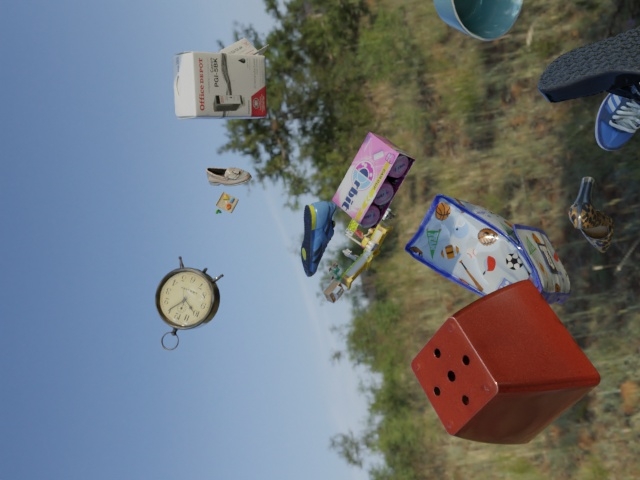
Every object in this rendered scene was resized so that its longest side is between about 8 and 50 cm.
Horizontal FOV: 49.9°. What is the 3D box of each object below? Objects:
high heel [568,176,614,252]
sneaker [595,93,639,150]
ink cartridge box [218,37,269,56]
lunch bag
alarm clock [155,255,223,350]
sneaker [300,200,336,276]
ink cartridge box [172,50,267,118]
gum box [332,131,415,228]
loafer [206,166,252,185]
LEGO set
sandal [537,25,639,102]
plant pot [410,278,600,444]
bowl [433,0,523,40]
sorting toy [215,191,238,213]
[{"bbox_3d":[0.741,-0.021,1.893,0.261,0.093,0.186,61,-138,-31],"label":"high heel"},{"bbox_3d":[0.931,-0.399,2.023,0.236,0.130,0.323,-68,-2,-69],"label":"sneaker"},{"bbox_3d":[-0.209,-0.407,1.618,0.061,0.181,0.104,46,-137,-4],"label":"ink cartridge box"},{"bbox_3d":[0.491,0.048,1.906,0.328,0.385,0.239,8,-65,-56],"label":"lunch bag"},{"bbox_3d":[-0.285,0.141,1.448,0.064,0.129,0.192,52,-119,-77],"label":"alarm clock"},{"bbox_3d":[0.000,0.000,1.660,0.069,0.082,0.209,-124,33,-49],"label":"sneaker"},{"bbox_3d":[-0.153,-0.238,1.063,0.135,0.056,0.099,-10,-77,-41],"label":"ink cartridge box"},{"bbox_3d":[0.113,-0.128,1.520,0.062,0.188,0.107,11,-155,-44],"label":"gum box"},{"bbox_3d":[-0.212,-0.148,1.562,0.045,0.125,0.039,-50,-51,-40],"label":"loafer"},{"bbox_3d":[0.082,0.022,1.790,0.287,0.107,0.132,-56,-17,7],"label":"LEGO set"},{"bbox_3d":[0.621,-0.334,1.329,0.107,0.167,0.446,42,167,-21],"label":"sandal"},{"bbox_3d":[0.355,0.268,1.437,0.267,0.236,0.267,-58,47,37],"label":"plant pot"},{"bbox_3d":[0.477,-0.791,2.174,0.163,0.311,0.311,24,131,56],"label":"bowl"},{"bbox_3d":[-0.320,-0.118,2.321,0.083,0.062,0.012,-64,3,-19],"label":"sorting toy"}]
